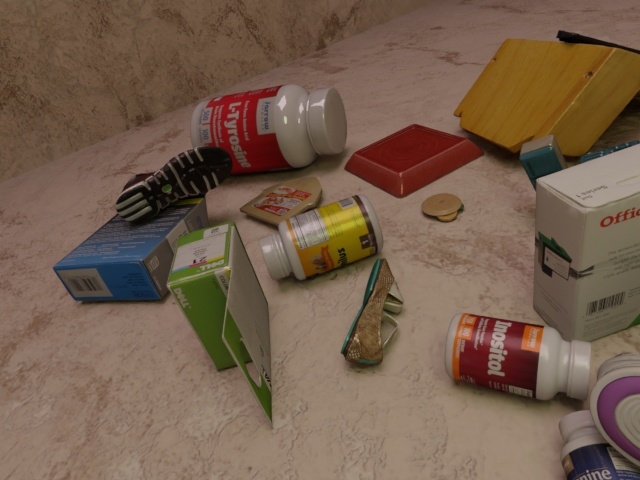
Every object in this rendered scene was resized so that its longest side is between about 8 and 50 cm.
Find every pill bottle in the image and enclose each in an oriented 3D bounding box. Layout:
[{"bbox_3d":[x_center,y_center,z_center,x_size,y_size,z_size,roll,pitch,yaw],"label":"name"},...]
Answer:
[{"bbox_3d":[0.000,0.000,0.809,0.215,0.117,0.117,-20,33,-3],"label":"pill bottle"},{"bbox_3d":[0.235,0.140,0.523,0.152,0.086,0.086,5,39,30],"label":"pill bottle"},{"bbox_3d":[-0.143,-0.314,1.233,0.407,0.229,0.229,-2,36,23],"label":"pill bottle"},{"bbox_3d":[0.266,0.225,0.401,0.067,0.067,0.120,-9,34,14],"label":"pill bottle"}]

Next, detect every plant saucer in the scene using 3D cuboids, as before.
[{"bbox_3d":[0.223,-0.218,1.091,0.259,0.048,0.258,-27,34,-16],"label":"plant saucer"}]

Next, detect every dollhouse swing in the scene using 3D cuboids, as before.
[{"bbox_3d":[0.581,-0.306,1.028,0.315,0.305,0.347,-56,27,16],"label":"dollhouse swing"}]

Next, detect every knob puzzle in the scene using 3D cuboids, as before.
[{"bbox_3d":[-0.076,-0.099,1.069,0.213,0.030,0.213,-13,33,9],"label":"knob puzzle"}]

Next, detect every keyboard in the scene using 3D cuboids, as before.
[{"bbox_3d":[0.598,-0.414,0.922,0.180,0.023,0.108,15,30,-1],"label":"keyboard"}]

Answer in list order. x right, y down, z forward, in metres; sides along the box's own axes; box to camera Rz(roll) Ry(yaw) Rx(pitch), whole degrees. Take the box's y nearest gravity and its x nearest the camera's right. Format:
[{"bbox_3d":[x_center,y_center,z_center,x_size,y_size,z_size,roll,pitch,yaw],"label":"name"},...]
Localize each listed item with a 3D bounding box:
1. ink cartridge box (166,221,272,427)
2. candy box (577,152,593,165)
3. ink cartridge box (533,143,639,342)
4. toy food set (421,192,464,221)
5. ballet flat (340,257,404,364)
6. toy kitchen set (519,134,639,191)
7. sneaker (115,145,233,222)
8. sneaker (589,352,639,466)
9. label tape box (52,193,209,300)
[{"bbox_3d":[-0.143,0.120,0.633,0.097,0.189,0.255,-15,33,2],"label":"ink cartridge box"},{"bbox_3d":[0.517,-0.105,0.804,0.206,0.027,0.105,-39,34,-29],"label":"candy box"},{"bbox_3d":[0.362,0.007,0.536,0.160,0.219,0.092,-19,33,-2],"label":"ink cartridge box"},{"bbox_3d":[0.249,-0.071,0.885,0.083,0.020,0.082,16,45,41],"label":"toy food set"},{"bbox_3d":[0.091,0.110,0.670,0.067,0.073,0.206,21,46,7],"label":"ballet flat"},{"bbox_3d":[0.418,-0.089,0.648,0.207,0.122,0.166,-16,31,43],"label":"toy kitchen set"},{"bbox_3d":[-0.358,-0.153,1.028,0.281,0.106,0.162,-30,30,-20],"label":"sneaker"},{"bbox_3d":[0.398,0.179,0.361,0.305,0.114,0.152,28,17,27],"label":"sneaker"},{"bbox_3d":[-0.396,-0.006,1.011,0.240,0.106,0.334,-4,33,20],"label":"label tape box"}]
